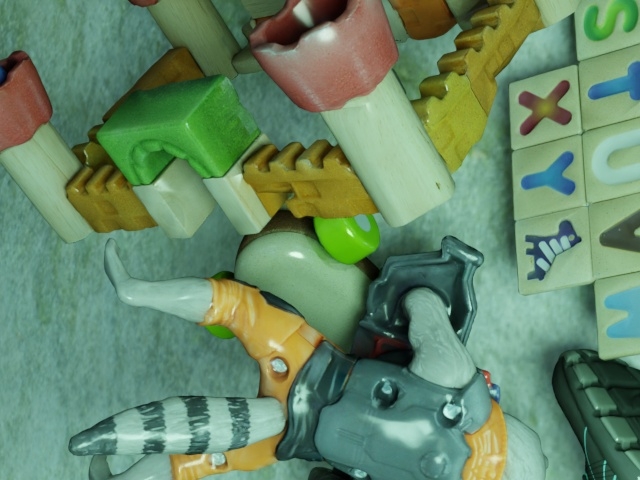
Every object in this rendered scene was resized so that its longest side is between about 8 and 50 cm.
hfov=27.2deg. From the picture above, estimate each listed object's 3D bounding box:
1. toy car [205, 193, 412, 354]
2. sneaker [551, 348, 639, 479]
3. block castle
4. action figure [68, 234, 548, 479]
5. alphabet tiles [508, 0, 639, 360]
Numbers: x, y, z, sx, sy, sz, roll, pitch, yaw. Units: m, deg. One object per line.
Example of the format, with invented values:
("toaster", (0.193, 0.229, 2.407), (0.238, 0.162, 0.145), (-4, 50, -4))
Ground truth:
("toy car", (0.000, 0.000, 1.090), (0.155, 0.149, 0.188), (-32, 31, 26))
("sneaker", (0.209, 0.186, 0.850), (0.106, 0.101, 0.267), (-56, 41, 32))
("block castle", (-0.060, -0.171, 1.003), (0.453, 0.213, 0.303), (-2, 40, 45))
("action figure", (-0.002, 0.164, 0.934), (0.330, 0.178, 0.341), (8, 103, -1))
("alphabet tiles", (0.283, -0.073, 0.880), (0.342, 0.011, 0.285), (-13, 64, 32))
